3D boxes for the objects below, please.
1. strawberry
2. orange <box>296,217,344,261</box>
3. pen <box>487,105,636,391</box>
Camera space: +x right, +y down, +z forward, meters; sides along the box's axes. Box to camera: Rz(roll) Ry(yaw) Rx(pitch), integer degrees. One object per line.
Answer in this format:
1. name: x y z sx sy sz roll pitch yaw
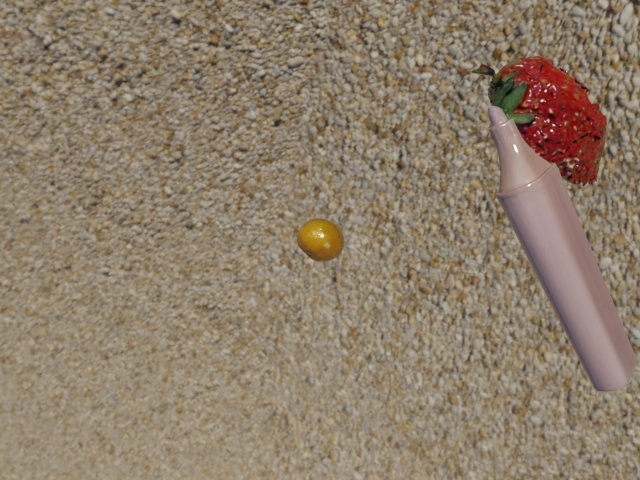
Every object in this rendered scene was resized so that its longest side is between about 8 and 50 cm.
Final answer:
1. strawberry: 0.265 -0.143 0.756 0.192 0.140 0.085 52 128 4
2. orange: 0.000 0.000 1.129 0.083 0.070 0.083 33 163 11
3. pen: 0.151 0.003 0.427 0.032 0.053 0.197 -20 98 42
